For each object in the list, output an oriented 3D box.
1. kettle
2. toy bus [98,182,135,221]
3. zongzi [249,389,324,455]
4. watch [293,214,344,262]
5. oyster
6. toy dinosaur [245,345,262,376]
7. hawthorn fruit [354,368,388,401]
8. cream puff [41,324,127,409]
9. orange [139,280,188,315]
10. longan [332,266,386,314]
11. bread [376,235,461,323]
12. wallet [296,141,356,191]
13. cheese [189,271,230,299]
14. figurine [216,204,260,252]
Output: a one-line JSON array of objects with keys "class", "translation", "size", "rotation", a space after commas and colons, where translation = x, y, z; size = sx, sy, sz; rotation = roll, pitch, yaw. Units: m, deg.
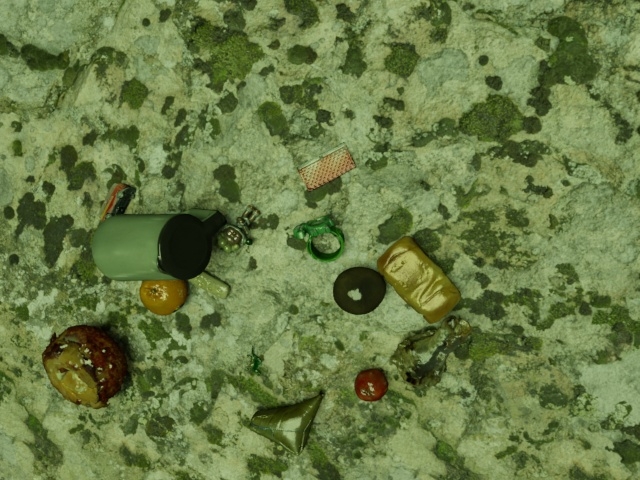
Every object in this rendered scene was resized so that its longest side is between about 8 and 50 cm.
[{"class": "kettle", "translation": [-0.552, -0.003, 1.816], "size": [0.377, 0.361, 0.249], "rotation": [-1, 118, 37]}, {"class": "toy bus", "translation": [-0.791, -0.147, 1.982], "size": [0.077, 0.079, 0.174], "rotation": [33, 101, 17]}, {"class": "zongzi", "translation": [-0.127, 0.636, 1.899], "size": [0.228, 0.115, 0.256], "rotation": [23, 94, 14]}, {"class": "watch", "translation": [0.000, 0.000, 1.812], "size": [0.165, 0.131, 0.152], "rotation": [-19, 110, 9]}, {"class": "oyster", "translation": [0.390, 0.384, 1.744], "size": [0.198, 0.133, 0.337], "rotation": [36, 113, -10]}, {"class": "toy dinosaur", "translation": [-0.253, 0.459, 1.953], "size": [0.061, 0.029, 0.119], "rotation": [4, 91, -4]}, {"class": "hawthorn fruit", "translation": [0.178, 0.516, 1.815], "size": [0.128, 0.128, 0.128], "rotation": [1, 96, 12]}, {"class": "cream puff", "translation": [-0.902, 0.472, 1.987], "size": [0.351, 0.228, 0.350], "rotation": [10, 121, 17]}, {"class": "orange", "translation": [-0.594, 0.197, 1.935], "size": [0.178, 0.155, 0.177], "rotation": [6, 107, 20]}, {"class": "longan", "translation": [0.134, 0.173, 1.767], "size": [0.187, 0.167, 0.167], "rotation": [-21, 91, 5]}, {"class": "bread", "translation": [0.331, 0.134, 1.736], "size": [0.167, 0.132, 0.294], "rotation": [-42, 84, 6]}, {"class": "wallet", "translation": [0.020, -0.260, 1.819], "size": [0.197, 0.020, 0.103], "rotation": [-26, 89, 14]}, {"class": "cheese", "translation": [-0.434, 0.159, 1.949], "size": [0.194, 0.043, 0.064], "rotation": [29, 100, 8]}, {"class": "figurine", "translation": [-0.303, -0.039, 1.875], "size": [0.147, 0.093, 0.197], "rotation": [37, 101, -4]}]
